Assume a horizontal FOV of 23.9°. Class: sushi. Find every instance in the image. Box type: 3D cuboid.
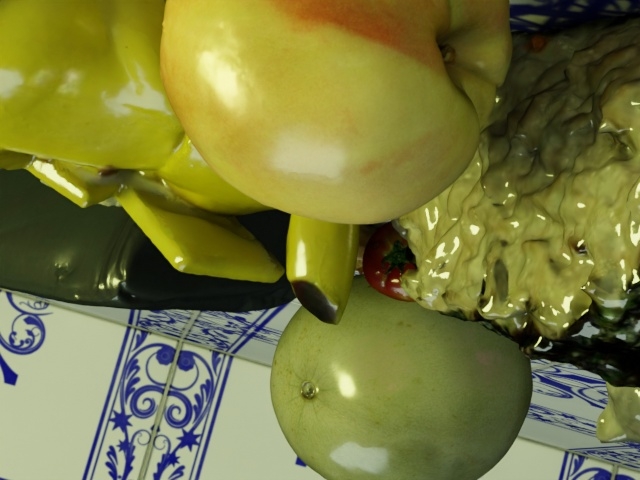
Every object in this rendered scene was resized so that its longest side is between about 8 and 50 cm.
[{"bbox_3d":[0.164,-0.025,0.860,0.171,0.211,0.350,12,180,-22],"label":"sushi"}]

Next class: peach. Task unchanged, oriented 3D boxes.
[{"bbox_3d":[0.004,-0.100,0.775,0.184,0.184,0.184,15,169,3],"label":"peach"}]

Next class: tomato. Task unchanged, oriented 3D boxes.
[{"bbox_3d":[0.087,0.021,1.520,0.087,0.087,0.075,11,172,23],"label":"tomato"}]

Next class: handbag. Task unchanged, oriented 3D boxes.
[{"bbox_3d":[-0.189,-0.038,1.368,0.302,0.178,0.275,9,-177,38],"label":"handbag"}]

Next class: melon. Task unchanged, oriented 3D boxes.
[{"bbox_3d":[0.100,0.164,1.722,0.268,0.268,0.330,6,-178,42],"label":"melon"}]

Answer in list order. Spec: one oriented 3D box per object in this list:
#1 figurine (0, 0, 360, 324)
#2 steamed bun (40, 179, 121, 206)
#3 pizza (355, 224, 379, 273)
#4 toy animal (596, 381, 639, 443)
[{"bbox_3d":[-0.089,-0.090,0.918,0.327,0.218,0.169,14,138,-17],"label":"figurine"},{"bbox_3d":[-0.145,-0.093,1.103,0.211,0.144,0.218,8,168,30],"label":"steamed bun"},{"bbox_3d":[-0.001,-0.002,1.599,0.271,0.056,0.134,21,164,-25],"label":"pizza"},{"bbox_3d":[0.298,0.106,1.435,0.308,0.188,0.266,3,172,37],"label":"toy animal"}]
